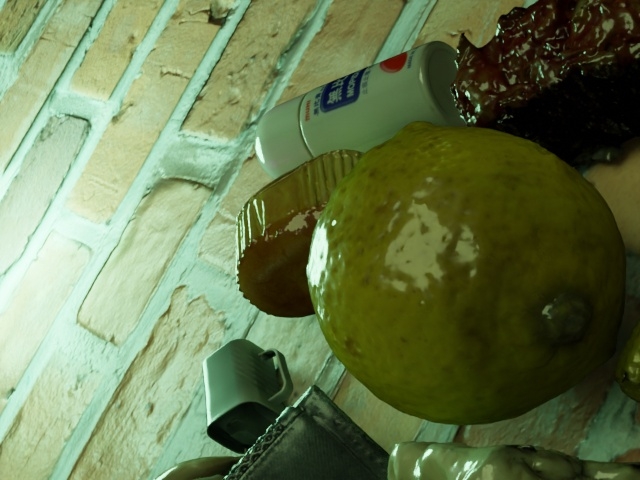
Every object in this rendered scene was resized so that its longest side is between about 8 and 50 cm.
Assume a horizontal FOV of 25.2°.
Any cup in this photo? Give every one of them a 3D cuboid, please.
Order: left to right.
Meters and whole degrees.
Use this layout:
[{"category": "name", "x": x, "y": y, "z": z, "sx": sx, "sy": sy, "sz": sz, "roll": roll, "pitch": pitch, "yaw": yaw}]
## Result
[{"category": "cup", "x": -0.094, "y": 0.205, "z": 1.954, "sx": 0.128, "sy": 0.095, "sz": 0.129, "roll": -37, "pitch": 40, "yaw": 22}]

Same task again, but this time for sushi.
[{"category": "sushi", "x": 0.325, "y": -0.206, "z": 1.743, "sx": 0.343, "sy": 0.182, "sz": 0.196, "roll": -29, "pitch": 52, "yaw": 34}]

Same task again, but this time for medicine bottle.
[{"category": "medicine bottle", "x": 0.049, "y": -0.171, "z": 2.044, "sx": 0.341, "sy": 0.130, "sz": 0.130, "roll": -18, "pitch": 52, "yaw": 39}]

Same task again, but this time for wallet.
[{"category": "wallet", "x": -0.038, "y": 0.373, "z": 1.712, "sx": 0.237, "sy": 0.075, "sz": 0.342, "roll": 41, "pitch": 88, "yaw": 16}]

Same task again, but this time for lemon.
[{"category": "lemon", "x": 0.166, "y": 0.040, "z": 1.592, "sx": 0.349, "sy": 0.350, "sz": 0.387, "roll": -55, "pitch": 26, "yaw": 1}]

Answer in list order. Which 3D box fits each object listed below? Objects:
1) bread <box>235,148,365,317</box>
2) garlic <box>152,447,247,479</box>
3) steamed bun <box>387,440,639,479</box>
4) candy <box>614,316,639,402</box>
[{"category": "bread", "x": 0.000, "y": 0.000, "z": 1.937, "sx": 0.250, "sy": 0.179, "sz": 0.133, "roll": -28, "pitch": 37, "yaw": 18}, {"category": "garlic", "x": -0.158, "y": 0.410, "z": 1.865, "sx": 0.292, "sy": 0.210, "sz": 0.237, "roll": -54, "pitch": 4, "yaw": 9}, {"category": "steamed bun", "x": 0.214, "y": 0.315, "z": 1.438, "sx": 0.280, "sy": 0.268, "sz": 0.207, "roll": -9, "pitch": 69, "yaw": 62}, {"category": "candy", "x": 0.395, "y": 0.085, "z": 1.524, "sx": 0.198, "sy": 0.106, "sz": 0.094, "roll": -63, "pitch": 20, "yaw": -15}]
